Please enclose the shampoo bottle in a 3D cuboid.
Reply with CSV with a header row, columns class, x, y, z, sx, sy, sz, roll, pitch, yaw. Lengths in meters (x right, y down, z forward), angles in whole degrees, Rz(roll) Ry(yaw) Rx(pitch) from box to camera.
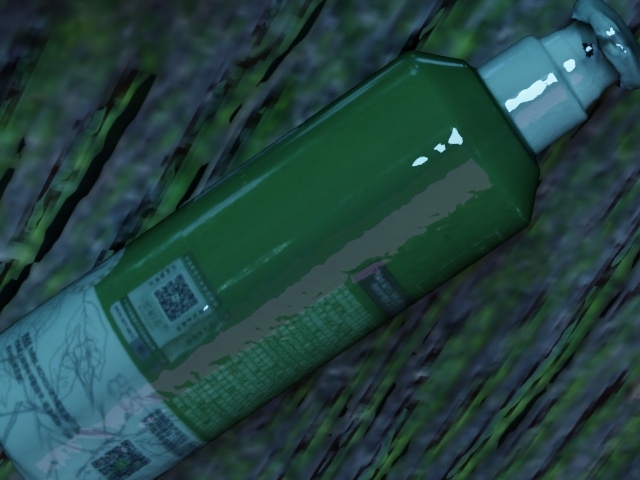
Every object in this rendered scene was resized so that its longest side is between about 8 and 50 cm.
class,x,y,z,sx,sy,sz,roll,pitch,yaw
shampoo bottle,0.000,0.000,0.522,0.204,0.065,0.065,-34,131,7
